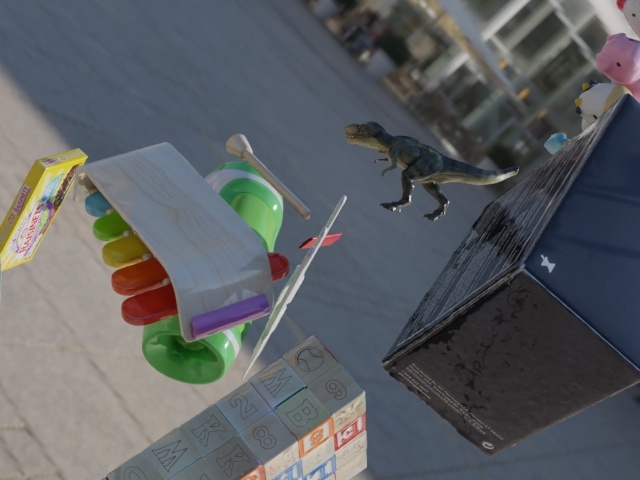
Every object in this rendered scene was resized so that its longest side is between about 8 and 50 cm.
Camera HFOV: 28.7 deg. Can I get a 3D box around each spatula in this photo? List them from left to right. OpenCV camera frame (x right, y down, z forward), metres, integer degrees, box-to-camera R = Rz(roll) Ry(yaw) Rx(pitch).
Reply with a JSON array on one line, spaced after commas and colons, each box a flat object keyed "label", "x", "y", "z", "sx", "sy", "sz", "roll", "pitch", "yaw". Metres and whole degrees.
[{"label": "spatula", "x": -0.036, "y": 0.053, "z": 1.604, "sx": 0.019, "sy": 0.242, "sz": 0.168, "roll": 30, "pitch": 41, "yaw": 2}]

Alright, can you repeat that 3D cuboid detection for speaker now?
[{"label": "speaker", "x": -0.135, "y": 0.037, "z": 1.621, "sx": 0.131, "sy": 0.131, "sz": 0.296, "roll": 43, "pitch": 43, "yaw": -27}]

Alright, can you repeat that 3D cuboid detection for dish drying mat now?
[{"label": "dish drying mat", "x": 0.000, "y": 0.000, "z": 1.930, "sx": 0.083, "sy": 0.032, "sz": 0.008, "roll": -7, "pitch": 66, "yaw": -56}]

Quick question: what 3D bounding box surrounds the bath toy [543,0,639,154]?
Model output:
[{"label": "bath toy", "x": 0.493, "y": -0.270, "z": 2.052, "sx": 0.129, "sy": 0.348, "sz": 0.151, "roll": 29, "pitch": -15, "yaw": 5}]

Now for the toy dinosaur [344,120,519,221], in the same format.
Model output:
[{"label": "toy dinosaur", "x": 0.155, "y": -0.092, "z": 1.865, "sx": 0.268, "sy": 0.118, "sz": 0.064, "roll": 17, "pitch": 9, "yaw": -8}]

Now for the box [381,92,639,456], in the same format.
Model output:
[{"label": "box", "x": 0.263, "y": 0.046, "z": 1.382, "sx": 0.183, "sy": 0.296, "sz": 0.294, "roll": 40, "pitch": -35, "yaw": -3}]

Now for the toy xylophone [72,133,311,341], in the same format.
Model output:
[{"label": "toy xylophone", "x": -0.150, "y": -0.021, "z": 1.460, "sx": 0.322, "sy": 0.236, "sz": 0.081, "roll": -126, "pitch": -149, "yaw": -45}]

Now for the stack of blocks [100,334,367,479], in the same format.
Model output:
[{"label": "stack of blocks", "x": -0.094, "y": 0.246, "z": 1.273, "sx": 0.087, "sy": 0.297, "sz": 0.171, "roll": 46, "pitch": -22, "yaw": 29}]

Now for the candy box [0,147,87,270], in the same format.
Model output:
[{"label": "candy box", "x": -0.421, "y": -0.042, "z": 1.837, "sx": 0.027, "sy": 0.206, "sz": 0.105, "roll": 40, "pitch": 26, "yaw": 13}]
